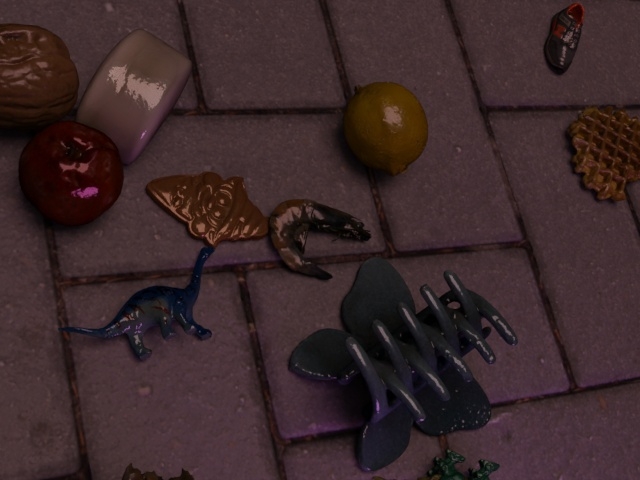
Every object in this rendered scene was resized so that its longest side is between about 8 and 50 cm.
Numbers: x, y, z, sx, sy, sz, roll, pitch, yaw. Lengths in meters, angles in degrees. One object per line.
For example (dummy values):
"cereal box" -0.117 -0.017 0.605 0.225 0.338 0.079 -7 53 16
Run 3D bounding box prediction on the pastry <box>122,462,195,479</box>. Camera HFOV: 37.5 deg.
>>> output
"pastry" -0.262 0.513 1.414 0.329 0.136 0.330 10 65 -22

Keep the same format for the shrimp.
"shrimp" 0.000 0.000 1.826 0.217 0.051 0.150 11 71 -23

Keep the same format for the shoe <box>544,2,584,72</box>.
"shoe" 0.603 -0.502 2.308 0.074 0.077 0.194 24 59 -13

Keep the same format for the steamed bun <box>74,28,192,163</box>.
"steamed bun" -0.337 -0.276 1.728 0.146 0.164 0.242 31 59 -7

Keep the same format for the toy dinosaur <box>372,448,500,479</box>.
"toy dinosaur" 0.221 0.449 1.699 0.259 0.094 0.153 26 55 -2

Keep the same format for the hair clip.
"hair clip" 0.155 0.209 1.689 0.318 0.238 0.392 -30 82 -30

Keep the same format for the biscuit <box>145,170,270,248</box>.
"biscuit" -0.206 -0.064 1.772 0.250 0.035 0.163 17 57 -15

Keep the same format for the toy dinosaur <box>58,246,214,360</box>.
"toy dinosaur" -0.272 0.129 1.626 0.329 0.076 0.144 -32 77 -34

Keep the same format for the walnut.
"walnut" -0.530 -0.282 1.632 0.213 0.213 0.213 10 64 -20

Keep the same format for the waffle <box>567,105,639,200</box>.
"waffle" 0.696 -0.206 2.229 0.253 0.056 0.249 -2 68 -26

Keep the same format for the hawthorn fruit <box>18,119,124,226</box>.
"hawthorn fruit" -0.420 -0.125 1.600 0.179 0.200 0.179 8 62 -15

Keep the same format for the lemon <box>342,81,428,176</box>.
"lemon" 0.133 -0.228 1.916 0.173 0.173 0.206 -9 79 -27
